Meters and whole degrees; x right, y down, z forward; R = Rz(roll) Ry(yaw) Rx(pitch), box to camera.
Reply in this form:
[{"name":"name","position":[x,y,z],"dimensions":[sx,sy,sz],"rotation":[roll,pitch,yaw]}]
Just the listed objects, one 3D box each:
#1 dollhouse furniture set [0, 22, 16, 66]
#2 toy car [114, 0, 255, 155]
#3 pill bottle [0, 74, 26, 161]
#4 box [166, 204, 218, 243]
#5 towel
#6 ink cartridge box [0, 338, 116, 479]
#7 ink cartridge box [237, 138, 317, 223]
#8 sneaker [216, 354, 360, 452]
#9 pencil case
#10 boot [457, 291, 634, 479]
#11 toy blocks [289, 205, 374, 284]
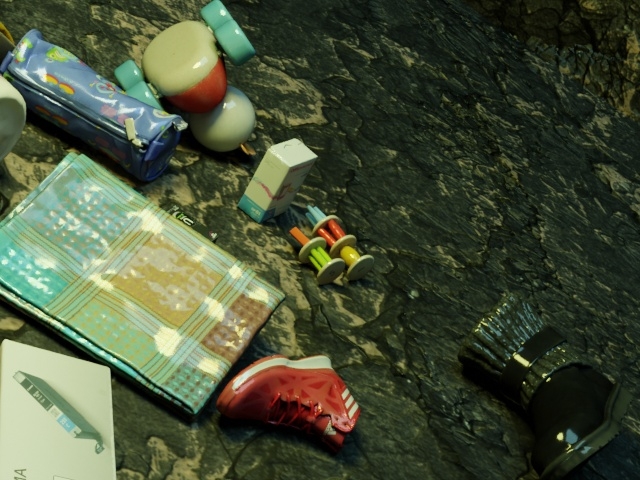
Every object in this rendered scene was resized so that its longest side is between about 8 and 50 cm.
[{"name":"dollhouse furniture set","position":[-0.544,-0.412,2.083],"dimensions":[0.197,0.151,0.301],"rotation":[42,-3,17]},{"name":"toy car","position":[-0.187,-0.237,2.279],"dimensions":[0.238,0.219,0.210],"rotation":[55,1,-32]},{"name":"pill bottle","position":[-0.570,-0.230,1.902],"dimensions":[0.301,0.169,0.169],"rotation":[42,32,20]},{"name":"box","position":[-0.205,-0.001,1.990],"dimensions":[0.083,0.052,0.062],"rotation":[35,31,8]},{"name":"towel","position":[-0.256,0.051,1.809],"dimensions":[0.370,0.040,0.271],"rotation":[33,47,4]},{"name":"ink cartridge box","position":[-0.359,0.228,1.492],"dimensions":[0.261,0.066,0.296],"rotation":[17,32,-23]},{"name":"ink cartridge box","position":[-0.069,-0.097,2.183],"dimensions":[0.052,0.122,0.088],"rotation":[39,31,16]},{"name":"sneaker","position":[-0.026,0.220,1.778],"dimensions":[0.221,0.087,0.128],"rotation":[-11,47,-47]},{"name":"pencil case","position":[-0.359,-0.209,2.101],"dimensions":[0.306,0.119,0.133],"rotation":[31,7,4]},{"name":"boot","position":[0.317,0.222,2.021],"dimensions":[0.260,0.131,0.348],"rotation":[43,21,9]},{"name":"toy blocks","position":[0.000,0.000,2.166],"dimensions":[0.123,0.054,0.148],"rotation":[-5,44,-46]}]
